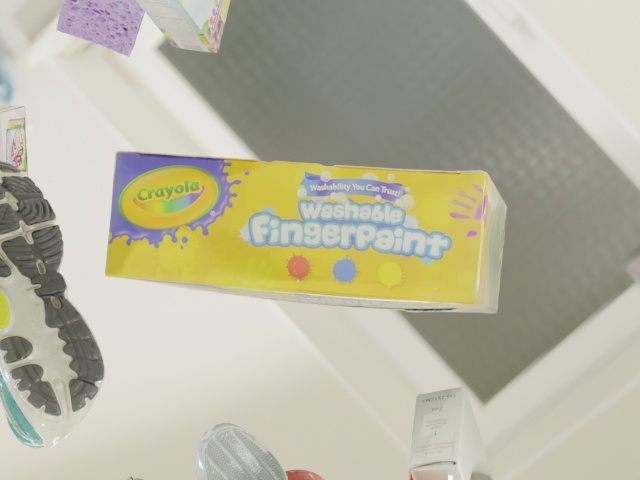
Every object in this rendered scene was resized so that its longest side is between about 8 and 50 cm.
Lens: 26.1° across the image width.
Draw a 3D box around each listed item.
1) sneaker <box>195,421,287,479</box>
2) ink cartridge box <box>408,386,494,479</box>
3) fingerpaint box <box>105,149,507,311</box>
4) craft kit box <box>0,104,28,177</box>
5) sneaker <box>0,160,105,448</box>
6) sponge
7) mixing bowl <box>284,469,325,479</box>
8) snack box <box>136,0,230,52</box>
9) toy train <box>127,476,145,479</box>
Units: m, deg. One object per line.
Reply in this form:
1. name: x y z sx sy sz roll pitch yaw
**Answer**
1. sneaker: -0.072 0.304 1.505 0.094 0.258 0.091 -36 -157 -23
2. ink cartridge box: 0.149 0.331 1.417 0.060 0.275 0.239 -11 -151 15
3. fingerpaint box: 0.000 0.000 1.751 0.371 0.444 0.163 25 70 -79
4. craft kit box: -0.436 -0.029 1.527 0.249 0.247 0.061 3 -169 20
5. sneaker: -0.276 0.052 1.194 0.107 0.275 0.110 -7 153 -31
6. sponge: -0.307 -0.344 1.970 0.210 0.117 0.031 126 -17 -61
7. mixing bowl: -0.031 0.436 2.001 0.181 0.181 0.098 -43 -145 -12
8. snack box: -0.166 -0.353 1.710 0.207 0.070 0.175 46 54 -69
9. toy train: -0.219 0.397 1.972 0.027 0.158 0.036 -43 -170 4
